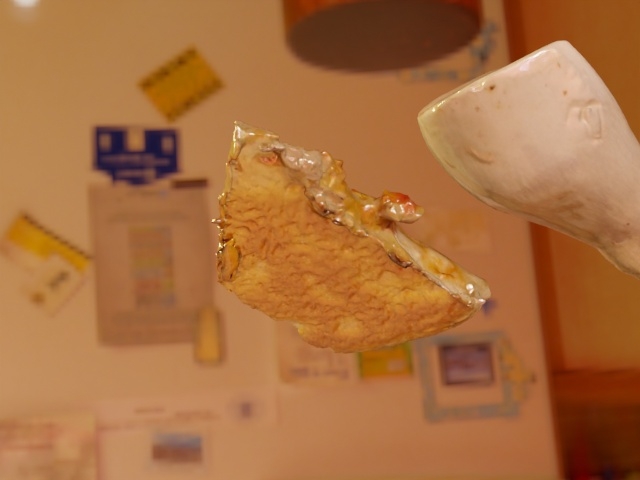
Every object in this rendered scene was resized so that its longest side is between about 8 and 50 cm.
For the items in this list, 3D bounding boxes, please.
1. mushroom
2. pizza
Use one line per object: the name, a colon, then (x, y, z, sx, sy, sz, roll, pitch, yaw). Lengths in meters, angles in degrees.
mushroom: (0.158, -0.039, 1.041, 0.116, 0.093, 0.225, -22, 125, 39)
pizza: (0.000, 0.000, 1.424, 0.189, 0.071, 0.297, -26, 134, 33)
